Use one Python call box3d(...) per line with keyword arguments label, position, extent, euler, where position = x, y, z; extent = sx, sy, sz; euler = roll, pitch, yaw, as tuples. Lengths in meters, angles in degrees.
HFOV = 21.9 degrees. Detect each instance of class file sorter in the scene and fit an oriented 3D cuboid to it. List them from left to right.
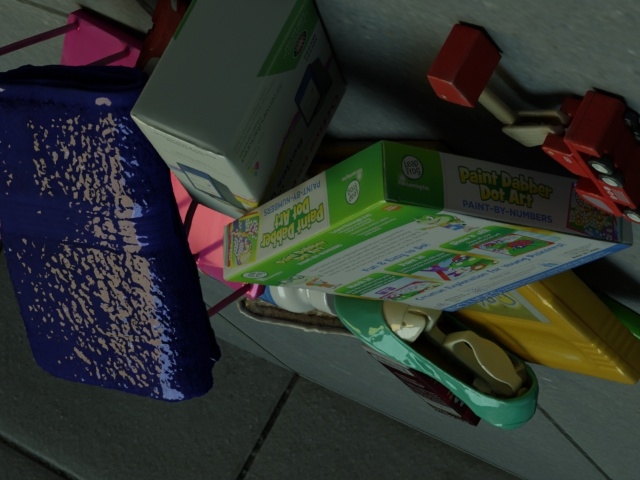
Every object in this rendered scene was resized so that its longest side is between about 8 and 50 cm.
box3d(label="file sorter", position=(-0.200, -0.061, 1.638), extent=(0.291, 0.202, 0.182), euler=(30, -146, 20))

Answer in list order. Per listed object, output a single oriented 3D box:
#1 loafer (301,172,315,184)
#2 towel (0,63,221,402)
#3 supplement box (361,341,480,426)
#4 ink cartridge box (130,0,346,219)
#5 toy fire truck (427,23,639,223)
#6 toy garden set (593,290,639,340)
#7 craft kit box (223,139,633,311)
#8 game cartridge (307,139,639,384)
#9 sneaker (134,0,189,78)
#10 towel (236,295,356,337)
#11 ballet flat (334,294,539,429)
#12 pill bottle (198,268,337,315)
box3d(label="loafer", position=(0.001, -0.026, 1.652), extent=(0.148, 0.050, 0.056), euler=(28, 164, 32))
box3d(label="towel", position=(-0.203, -0.012, 1.502), extent=(0.228, 0.076, 0.308), euler=(8, 118, 38))
box3d(label="supplement box", position=(0.154, 0.130, 2.065), extent=(0.073, 0.130, 0.239), euler=(21, 168, 34))
box3d(label="ink cartridge box", position=(-0.061, -0.115, 1.378), extent=(0.093, 0.154, 0.212), euler=(24, 168, 14))
box3d(label="toy fire truck", position=(0.173, -0.082, 1.223), extent=(0.135, 0.047, 0.192), euler=(22, 169, 35))
box3d(label="toy garden set", position=(0.255, 0.087, 1.811), extent=(0.204, 0.049, 0.244), euler=(30, 170, -6))
box3d(label="craft kit box", position=(0.084, -0.004, 1.371), extent=(0.247, 0.061, 0.250), euler=(6, 162, -32))
box3d(label="game cartridge", position=(0.143, 0.020, 1.656), extent=(0.324, 0.052, 0.285), euler=(44, 165, -20))
box3d(label="sneaker", position=(-0.095, -0.163, 1.506), extent=(0.128, 0.087, 0.221), euler=(20, -179, -3))
box3d(label="towel", position=(0.027, 0.105, 2.217), extent=(0.282, 0.049, 0.187), euler=(10, 179, -2))
box3d(label="ballet flat", position=(0.131, 0.105, 1.752), extent=(0.247, 0.083, 0.087), euler=(34, 143, 6))
box3d(label="pill bottle", position=(-0.048, 0.019, 2.077), extent=(0.221, 0.124, 0.124), euler=(22, 168, 37))
